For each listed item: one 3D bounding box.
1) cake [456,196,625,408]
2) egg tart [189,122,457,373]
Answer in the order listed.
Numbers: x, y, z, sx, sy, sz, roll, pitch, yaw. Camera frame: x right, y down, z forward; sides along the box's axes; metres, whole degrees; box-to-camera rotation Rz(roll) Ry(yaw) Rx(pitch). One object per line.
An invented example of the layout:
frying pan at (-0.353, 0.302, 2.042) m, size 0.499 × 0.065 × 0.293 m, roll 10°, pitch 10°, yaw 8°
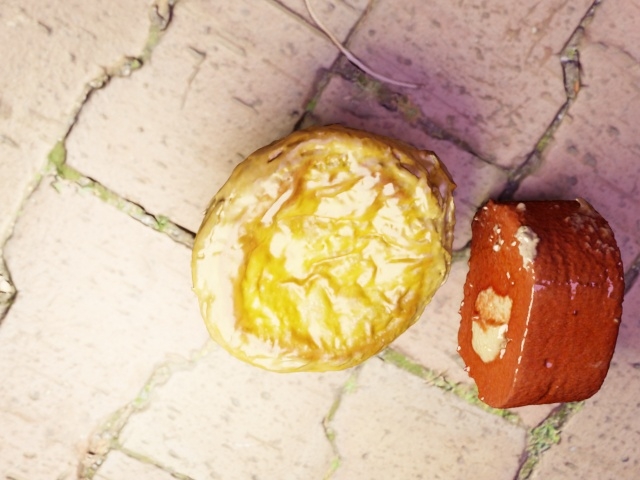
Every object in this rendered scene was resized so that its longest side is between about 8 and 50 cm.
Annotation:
cake at (0.269, 0.081, 2.147) m, size 0.151 × 0.177 × 0.283 m, roll 1°, pitch 115°, yaw -15°
egg tart at (-0.002, 0.004, 2.066) m, size 0.341 × 0.129 × 0.341 m, roll -7°, pitch 115°, yaw -14°
